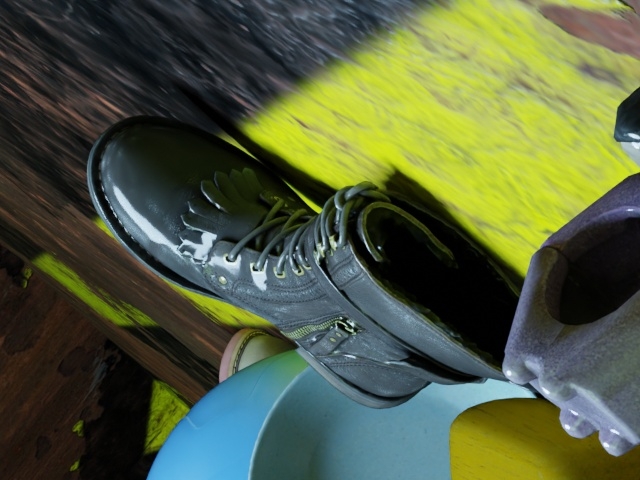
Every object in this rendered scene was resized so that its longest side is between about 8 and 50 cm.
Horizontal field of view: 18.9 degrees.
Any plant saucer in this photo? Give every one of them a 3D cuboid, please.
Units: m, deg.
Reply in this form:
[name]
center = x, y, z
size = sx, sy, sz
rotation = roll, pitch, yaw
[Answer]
[plant saucer]
center = 0.052, 0.153, 1.171
size = 0.195, 0.195, 0.037
rotation = 38, 173, 1

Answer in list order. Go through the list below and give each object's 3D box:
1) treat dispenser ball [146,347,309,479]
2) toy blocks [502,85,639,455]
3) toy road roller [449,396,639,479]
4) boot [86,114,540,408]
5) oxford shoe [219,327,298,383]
[treat dispenser ball]
center = 0.014, 0.215, 1.328
size = 0.288, 0.288, 0.288
rotation = 37, 171, 7
[toy blocks]
center = 0.178, 0.163, 0.532
size = 0.309, 0.260, 0.288
rotation = 42, 170, -26
[toy road roller]
center = 0.180, 0.193, 0.921
size = 0.329, 0.241, 0.202
rotation = -6, -173, -17
[boot]
center = 0.000, 0.000, 1.025
size = 0.263, 0.091, 0.229
rotation = 35, 166, -5
[oxford shoe]
center = 0.043, 0.192, 1.761
size = 0.130, 0.123, 0.348
rotation = -8, 139, 40
